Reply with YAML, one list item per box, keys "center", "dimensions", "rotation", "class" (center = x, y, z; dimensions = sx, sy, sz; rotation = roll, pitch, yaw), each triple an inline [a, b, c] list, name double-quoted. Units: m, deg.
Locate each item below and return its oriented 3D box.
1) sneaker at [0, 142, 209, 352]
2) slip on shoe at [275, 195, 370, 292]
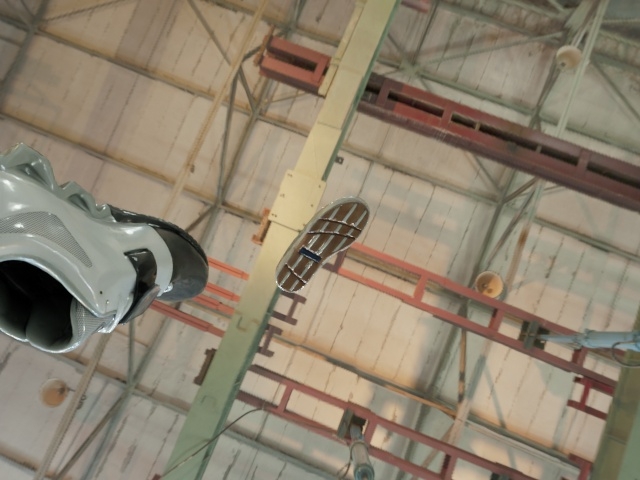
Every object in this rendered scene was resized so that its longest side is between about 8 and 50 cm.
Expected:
- center: [-0.214, 0.040, 0.458]
  dimensions: [0.122, 0.330, 0.146]
  rotation: [-25, -116, 15]
  class: "sneaker"
- center: [0.000, 0.000, 0.541]
  dimensions: [0.051, 0.041, 0.135]
  rotation: [32, -65, -16]
  class: "slip on shoe"
